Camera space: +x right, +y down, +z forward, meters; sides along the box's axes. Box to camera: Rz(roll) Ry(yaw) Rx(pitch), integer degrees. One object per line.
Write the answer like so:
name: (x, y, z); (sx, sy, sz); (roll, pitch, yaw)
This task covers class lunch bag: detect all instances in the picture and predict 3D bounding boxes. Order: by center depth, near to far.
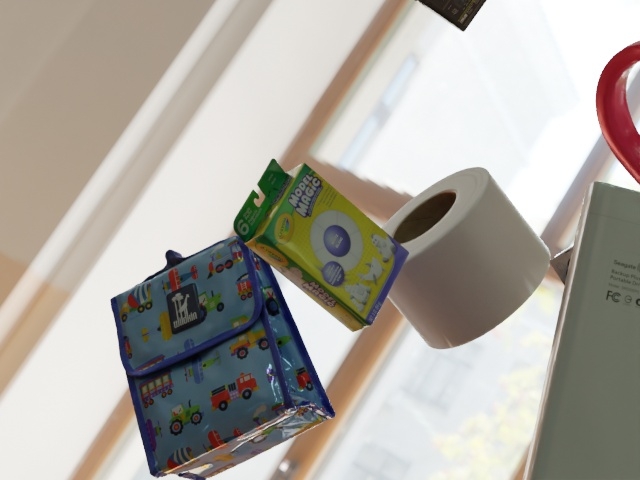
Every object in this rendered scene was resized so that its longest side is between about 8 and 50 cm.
lunch bag: (-0.144, 0.141, 1.904); (0.138, 0.221, 0.293); (27, 38, -62)

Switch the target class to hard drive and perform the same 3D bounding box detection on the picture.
hard drive: (0.339, 0.141, 1.410); (0.233, 0.353, 0.047); (14, -10, -4)

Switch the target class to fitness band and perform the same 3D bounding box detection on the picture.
fitness band: (0.467, -0.132, 1.853); (0.291, 0.054, 0.209); (53, -26, 24)

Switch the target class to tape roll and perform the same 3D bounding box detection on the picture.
tape roll: (0.209, 0.026, 2.219); (0.169, 0.246, 0.246); (51, -20, -17)

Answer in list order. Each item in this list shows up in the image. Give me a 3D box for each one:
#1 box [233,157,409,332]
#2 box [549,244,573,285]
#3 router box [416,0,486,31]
box: (0.000, 0.000, 1.494); (0.179, 0.105, 0.043); (38, -31, -16)
box: (0.420, 0.082, 1.816); (0.233, 0.159, 0.044); (57, 30, 3)
router box: (0.172, -0.329, 1.753); (0.092, 0.122, 0.038); (27, 14, -38)
